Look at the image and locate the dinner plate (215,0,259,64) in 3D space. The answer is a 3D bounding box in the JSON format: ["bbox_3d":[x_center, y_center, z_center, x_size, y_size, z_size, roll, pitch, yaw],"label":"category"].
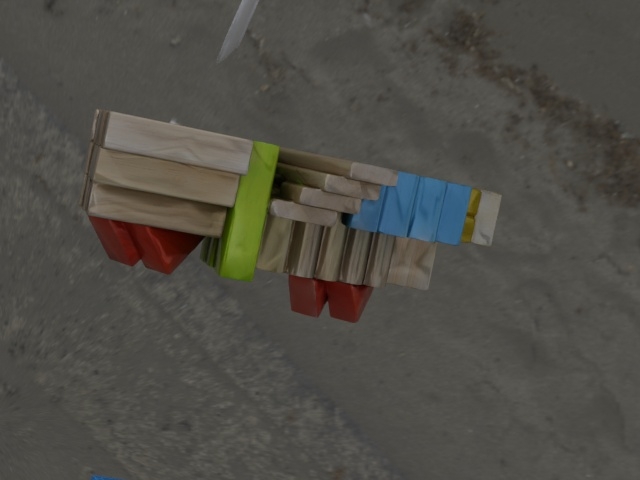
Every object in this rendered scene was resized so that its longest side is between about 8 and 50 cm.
[{"bbox_3d":[-0.072,-0.240,1.163,0.017,0.141,0.141,24,76,-9],"label":"dinner plate"}]

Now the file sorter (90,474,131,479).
[{"bbox_3d":[-0.075,0.229,0.716,0.170,0.118,0.104,25,98,-52],"label":"file sorter"}]

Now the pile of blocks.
[{"bbox_3d":[0.000,0.000,0.762,0.362,0.149,0.112,8,95,-39],"label":"pile of blocks"}]
